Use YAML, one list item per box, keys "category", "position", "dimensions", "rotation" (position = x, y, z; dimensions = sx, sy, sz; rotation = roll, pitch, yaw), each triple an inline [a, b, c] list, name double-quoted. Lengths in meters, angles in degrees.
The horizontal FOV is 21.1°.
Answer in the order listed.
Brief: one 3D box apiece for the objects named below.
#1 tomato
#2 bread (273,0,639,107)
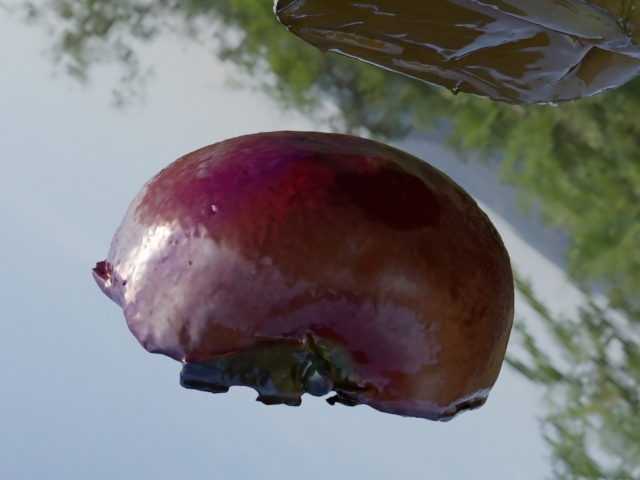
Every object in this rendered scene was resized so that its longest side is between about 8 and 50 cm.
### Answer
- category: "tomato"
  position: [-0.003, -0.004, 1.331]
  dimensions: [0.335, 0.176, 0.289]
  rotation: [12, -162, -17]
- category: "bread"
  position: [0.108, -0.208, 1.194]
  dimensions: [0.288, 0.156, 0.204]
  rotation: [12, 165, -21]
